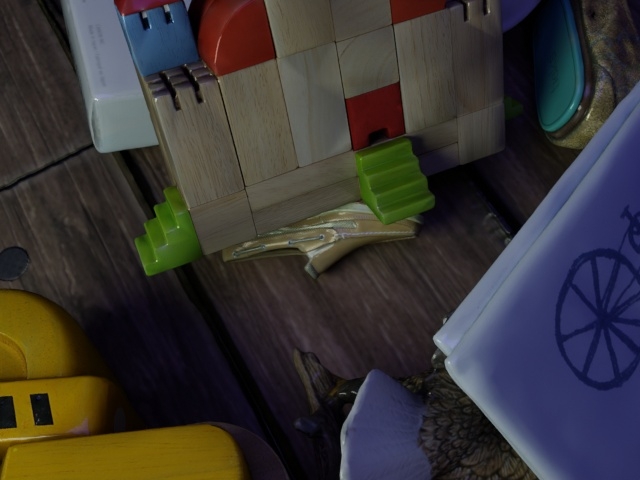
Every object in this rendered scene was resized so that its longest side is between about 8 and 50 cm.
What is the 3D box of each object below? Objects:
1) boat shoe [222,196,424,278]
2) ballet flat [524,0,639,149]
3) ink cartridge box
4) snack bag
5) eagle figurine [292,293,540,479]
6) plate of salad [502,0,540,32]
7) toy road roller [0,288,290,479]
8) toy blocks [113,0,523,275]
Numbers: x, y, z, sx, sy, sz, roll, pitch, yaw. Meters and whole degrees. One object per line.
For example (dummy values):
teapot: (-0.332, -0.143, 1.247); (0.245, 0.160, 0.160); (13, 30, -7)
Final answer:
boat shoe: (0.000, 0.000, 0.698); (0.190, 0.068, 0.072); (0, 77, 16)
ballet flat: (0.264, -0.240, 0.767); (0.123, 0.123, 0.348); (-2, 64, 4)
ink cartridge box: (-0.083, -0.267, 0.833); (0.385, 0.091, 0.308); (-10, 63, -19)
snack bag: (0.263, 0.084, 0.537); (0.342, 0.037, 0.323); (50, 63, -16)
eagle figurine: (0.134, 0.119, 0.562); (0.298, 0.226, 0.225); (-11, 44, 5)
plate of salad: (0.186, -0.301, 0.766); (0.048, 0.200, 0.200); (4, 60, -31)
toy road roller: (-0.175, 0.159, 0.562); (0.329, 0.202, 0.241); (-5, 54, 4)
toy blocks: (-0.004, -0.161, 0.617); (0.381, 0.261, 0.191); (-20, 36, -12)
